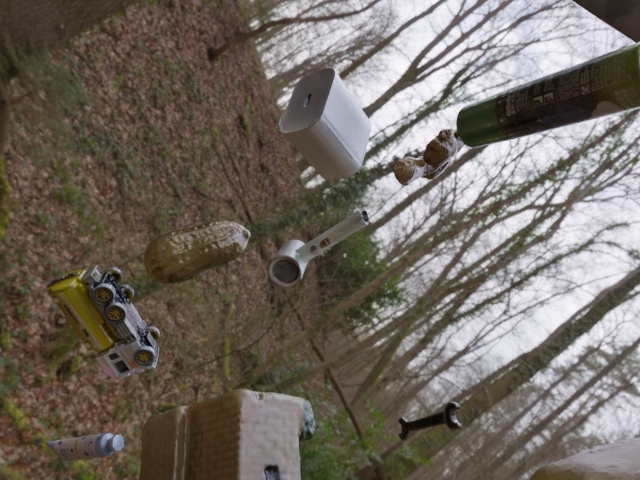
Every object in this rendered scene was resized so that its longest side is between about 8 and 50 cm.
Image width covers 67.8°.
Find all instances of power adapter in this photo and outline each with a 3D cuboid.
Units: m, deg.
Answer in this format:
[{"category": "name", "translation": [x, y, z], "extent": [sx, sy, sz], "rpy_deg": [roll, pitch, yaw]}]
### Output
[{"category": "power adapter", "translation": [0.036, -0.259, 1.163], "extent": [0.124, 0.187, 0.255], "rpy_deg": [-3, -32, 37]}]

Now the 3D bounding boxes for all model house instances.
[{"category": "model house", "translation": [-0.210, 0.574, 1.138], "extent": [0.334, 0.382, 0.343], "rpy_deg": [24, 48, -38]}]

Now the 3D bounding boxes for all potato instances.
[{"category": "potato", "translation": [0.355, 0.280, 0.527], "extent": [0.239, 0.298, 0.116], "rpy_deg": [105, -15, -59]}]

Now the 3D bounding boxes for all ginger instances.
[{"category": "ginger", "translation": [0.241, -0.186, 1.052], "extent": [0.059, 0.214, 0.133], "rpy_deg": [52, -46, 22]}]

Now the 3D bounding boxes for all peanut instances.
[{"category": "peanut", "translation": [-0.265, 0.019, 1.041], "extent": [0.110, 0.236, 0.120], "rpy_deg": [53, -32, 28]}]

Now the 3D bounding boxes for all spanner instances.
[{"category": "spanner", "translation": [0.223, 0.385, 1.007], "extent": [0.254, 0.015, 0.054], "rpy_deg": [125, -38, -56]}]

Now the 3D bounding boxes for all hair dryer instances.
[{"category": "hair dryer", "translation": [0.000, 0.000, 0.997], "extent": [0.073, 0.236, 0.131], "rpy_deg": [52, 18, -9]}]

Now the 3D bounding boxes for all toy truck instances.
[{"category": "toy truck", "translation": [-0.395, 0.149, 0.886], "extent": [0.098, 0.114, 0.227], "rpy_deg": [-122, -172, -68]}]

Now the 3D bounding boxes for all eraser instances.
[{"category": "eraser", "translation": [0.624, -0.531, 1.044], "extent": [0.352, 0.077, 0.111], "rpy_deg": [14, 38, -26]}]

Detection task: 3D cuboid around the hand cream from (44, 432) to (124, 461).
[{"category": "hand cream", "translation": [-0.469, 0.413, 0.952], "extent": [0.043, 0.170, 0.065], "rpy_deg": [-71, 142, -57]}]

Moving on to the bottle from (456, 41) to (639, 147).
[{"category": "bottle", "translation": [0.383, -0.232, 0.807], "extent": [0.093, 0.093, 0.330], "rpy_deg": [55, -27, -18]}]
